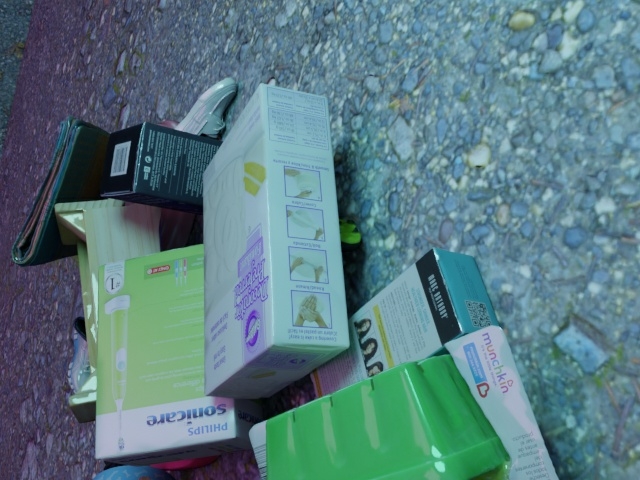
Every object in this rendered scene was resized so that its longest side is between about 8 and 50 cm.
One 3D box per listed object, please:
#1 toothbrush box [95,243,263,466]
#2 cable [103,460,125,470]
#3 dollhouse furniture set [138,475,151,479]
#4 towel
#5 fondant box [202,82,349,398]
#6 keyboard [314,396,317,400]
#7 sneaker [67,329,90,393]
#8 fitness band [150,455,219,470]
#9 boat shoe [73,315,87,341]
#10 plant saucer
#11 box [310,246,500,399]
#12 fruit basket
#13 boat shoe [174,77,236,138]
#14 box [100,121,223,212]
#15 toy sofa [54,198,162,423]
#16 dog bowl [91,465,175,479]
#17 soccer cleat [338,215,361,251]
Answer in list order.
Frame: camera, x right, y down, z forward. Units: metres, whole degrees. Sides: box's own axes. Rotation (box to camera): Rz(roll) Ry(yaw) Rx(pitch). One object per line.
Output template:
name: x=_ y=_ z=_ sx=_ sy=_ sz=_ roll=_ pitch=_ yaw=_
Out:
toothbrush box: x=-0.202 y=0.164 z=1.064 sx=0.206 sy=0.122 sz=0.283 roll=-12 pitch=65 yaw=12
cable: x=-0.373 y=0.361 z=1.401 sx=0.184 sy=0.047 sz=0.150 roll=-33 pitch=55 yaw=47
dollhouse furniture set: x=-0.163 y=0.487 z=0.908 sx=0.152 sy=0.201 sz=0.374 roll=43 pitch=117 yaw=59
towel: x=-0.467 y=-0.088 z=1.406 sx=0.370 sy=0.040 sz=0.271 roll=-136 pitch=68 yaw=-86
fondant box: x=-0.069 y=0.009 z=0.928 sx=0.238 sy=0.096 sz=0.330 roll=137 pitch=134 yaw=-54
keyboard: x=-0.007 y=0.322 z=0.921 sx=0.072 sy=0.014 sz=0.256 roll=12 pitch=91 yaw=50
sneaker: x=-0.493 y=0.246 z=1.589 sx=0.083 sy=0.071 sz=0.191 roll=-32 pitch=56 yaw=40
fitness band: x=-0.230 y=0.270 z=1.217 sx=0.291 sy=0.054 sz=0.209 roll=-27 pitch=60 yaw=50
boat shoe: x=-0.396 y=0.213 z=1.418 sx=0.258 sy=0.089 sz=0.109 roll=14 pitch=89 yaw=45
plant saucer: x=-0.347 y=-0.079 z=1.456 sx=0.332 sy=0.084 sz=0.332 roll=-20 pitch=66 yaw=52
box: x=0.081 y=0.117 z=0.807 sx=0.244 sy=0.060 sz=0.100 roll=-45 pitch=47 yaw=39
fruit basket: x=0.099 y=0.294 z=0.673 sx=0.327 sy=0.165 sz=0.353 roll=-32 pitch=75 yaw=36
boat shoe: x=-0.202 y=-0.206 z=1.303 sx=0.184 sy=0.066 sz=0.063 roll=-43 pitch=82 yaw=17
box: x=-0.220 y=-0.106 z=1.171 sx=0.153 sy=0.207 sz=0.108 roll=1 pitch=82 yaw=56
toy sofa: x=-0.341 y=0.113 z=1.249 sx=0.150 sy=0.177 sz=0.362 roll=118 pitch=142 yaw=-63
dog bowl: x=-0.338 y=0.466 z=1.231 sx=0.297 sy=0.166 sz=0.074 roll=-50 pitch=33 yaw=36
soccer cleat: x=0.000 y=0.000 z=0.967 sx=0.179 sy=0.060 sz=0.072 roll=26 pitch=112 yaw=61
